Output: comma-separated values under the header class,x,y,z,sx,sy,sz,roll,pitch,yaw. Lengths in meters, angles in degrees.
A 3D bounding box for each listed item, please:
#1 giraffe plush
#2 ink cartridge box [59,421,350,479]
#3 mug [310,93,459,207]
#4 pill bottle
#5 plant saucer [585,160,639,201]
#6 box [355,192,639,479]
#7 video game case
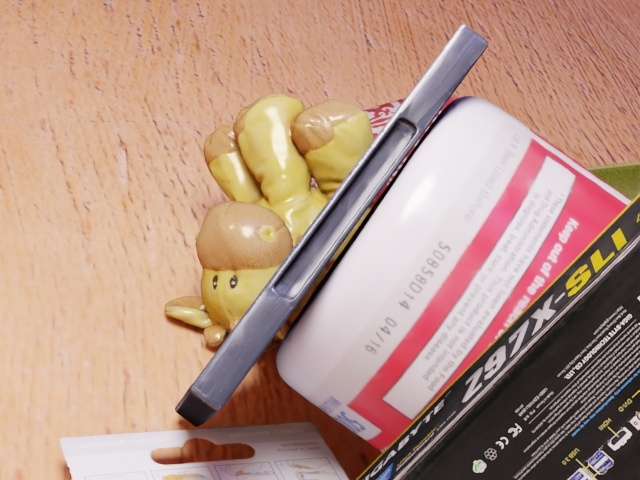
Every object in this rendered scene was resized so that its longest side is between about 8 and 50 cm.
class,x,y,z,sx,sy,sz,roll,pitch,yaw
giraffe plush,-0.038,0.007,0.946,0.210,0.181,0.170,56,47,-7
ink cartridge box,-0.046,0.202,0.721,0.189,0.066,0.232,1,23,-26
mug,0.047,-0.071,1.159,0.169,0.150,0.113,-18,83,-38
pill bottle,0.194,0.106,0.781,0.407,0.229,0.229,35,33,1
plant saucer,0.338,-0.009,1.242,0.188,0.045,0.188,-7,41,-36
box,0.201,0.129,0.628,0.257,0.322,0.079,41,15,-3
video game case,0.000,0.000,0.776,0.026,0.196,0.274,36,75,-1
